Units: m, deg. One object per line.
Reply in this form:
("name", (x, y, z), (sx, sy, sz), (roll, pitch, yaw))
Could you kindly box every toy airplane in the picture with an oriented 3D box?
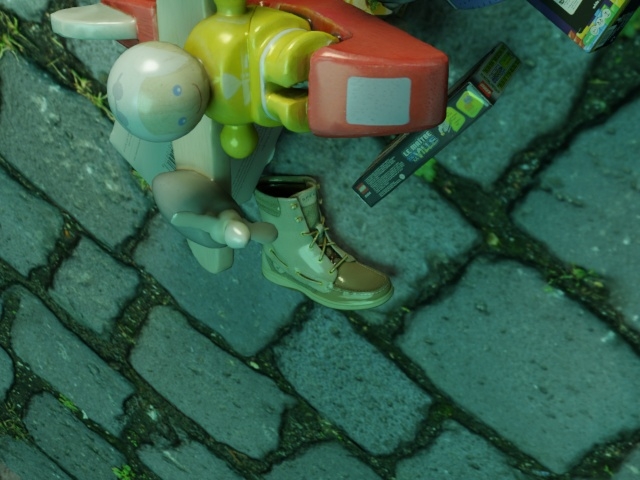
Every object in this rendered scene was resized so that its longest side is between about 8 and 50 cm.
("toy airplane", (-0.117, -0.181, 0.756), (0.384, 0.272, 0.386), (-32, 98, 41))

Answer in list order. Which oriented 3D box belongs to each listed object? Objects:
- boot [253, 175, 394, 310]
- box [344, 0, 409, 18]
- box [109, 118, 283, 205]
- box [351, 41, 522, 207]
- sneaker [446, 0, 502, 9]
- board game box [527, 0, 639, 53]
("boot", (0.000, 0.000, 1.094), (0.213, 0.077, 0.165), (16, 129, 30))
("box", (0.076, -0.295, 0.835), (0.063, 0.067, 0.324), (33, 133, 6))
("box", (-0.159, -0.151, 1.024), (0.182, 0.119, 0.181), (46, 135, 16))
("box", (0.127, -0.127, 0.894), (0.036, 0.114, 0.207), (45, 135, -5))
("sneaker", (0.060, -0.326, 0.650), (0.127, 0.182, 0.316), (-13, 115, 39))
("board game box", (0.247, -0.281, 0.714), (0.141, 0.048, 0.170), (50, 143, 19))
